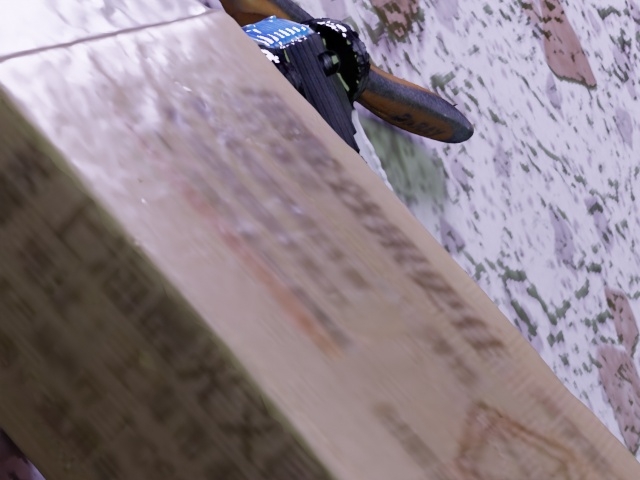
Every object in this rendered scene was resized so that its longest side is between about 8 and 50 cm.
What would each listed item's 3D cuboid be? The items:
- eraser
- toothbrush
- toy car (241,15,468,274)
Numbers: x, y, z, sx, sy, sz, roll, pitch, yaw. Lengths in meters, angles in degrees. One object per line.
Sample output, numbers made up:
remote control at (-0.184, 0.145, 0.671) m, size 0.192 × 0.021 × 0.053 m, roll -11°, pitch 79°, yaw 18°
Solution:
eraser at (-0.014, 0.040, 0.560) m, size 0.343 × 0.078 × 0.144 m, roll 48°, pitch 27°, yaw 9°
toothbrush at (-0.017, -0.090, 0.819) m, size 0.321 × 0.023 × 0.031 m, roll 21°, pitch 63°, yaw -54°
toy car at (0.000, 0.000, 0.741) m, size 0.170 × 0.070 × 0.080 m, roll 66°, pitch 28°, yaw -5°
